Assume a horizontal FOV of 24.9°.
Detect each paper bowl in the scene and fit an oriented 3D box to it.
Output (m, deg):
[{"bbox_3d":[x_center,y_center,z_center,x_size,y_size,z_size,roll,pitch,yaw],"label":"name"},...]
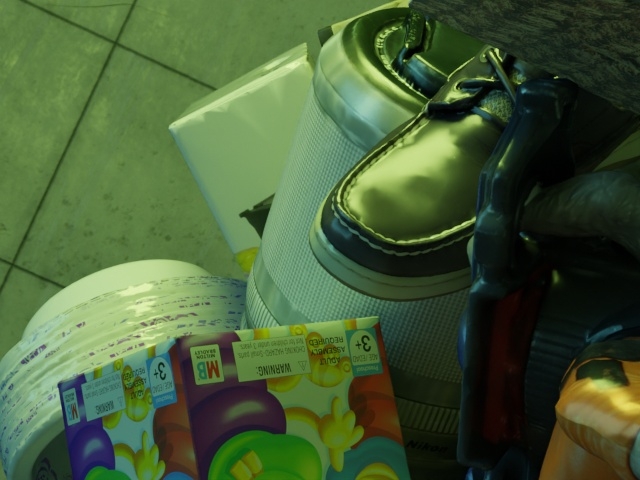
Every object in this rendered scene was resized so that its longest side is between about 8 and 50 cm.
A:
[{"bbox_3d":[-0.164,0.126,1.333,0.148,0.284,0.284,65,144,29],"label":"paper bowl"}]

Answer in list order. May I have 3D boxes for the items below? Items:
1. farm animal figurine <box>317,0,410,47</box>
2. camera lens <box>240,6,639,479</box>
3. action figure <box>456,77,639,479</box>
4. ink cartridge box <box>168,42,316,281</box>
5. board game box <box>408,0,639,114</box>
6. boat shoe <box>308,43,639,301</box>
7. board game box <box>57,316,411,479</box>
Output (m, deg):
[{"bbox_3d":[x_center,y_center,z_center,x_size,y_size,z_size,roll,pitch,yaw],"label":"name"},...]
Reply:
[{"bbox_3d":[0.119,-0.208,1.294,0.172,0.330,0.327,-18,21,26],"label":"farm animal figurine"},{"bbox_3d":[0.074,0.001,0.951,0.219,0.219,0.274,-78,6,-61],"label":"camera lens"},{"bbox_3d":[0.138,0.121,0.643,0.330,0.178,0.341,-63,-23,-55],"label":"action figure"},{"bbox_3d":[0.000,0.000,1.247,0.131,0.306,0.226,-27,9,4],"label":"ink cartridge box"},{"bbox_3d":[0.210,-0.199,0.648,0.141,0.232,0.291,156,139,-81],"label":"board game box"},{"bbox_3d":[0.109,-0.067,0.751,0.285,0.103,0.092,-29,-34,-31],"label":"boat shoe"},{"bbox_3d":[-0.036,0.196,0.816,0.144,0.142,0.275,-24,74,51],"label":"board game box"}]
